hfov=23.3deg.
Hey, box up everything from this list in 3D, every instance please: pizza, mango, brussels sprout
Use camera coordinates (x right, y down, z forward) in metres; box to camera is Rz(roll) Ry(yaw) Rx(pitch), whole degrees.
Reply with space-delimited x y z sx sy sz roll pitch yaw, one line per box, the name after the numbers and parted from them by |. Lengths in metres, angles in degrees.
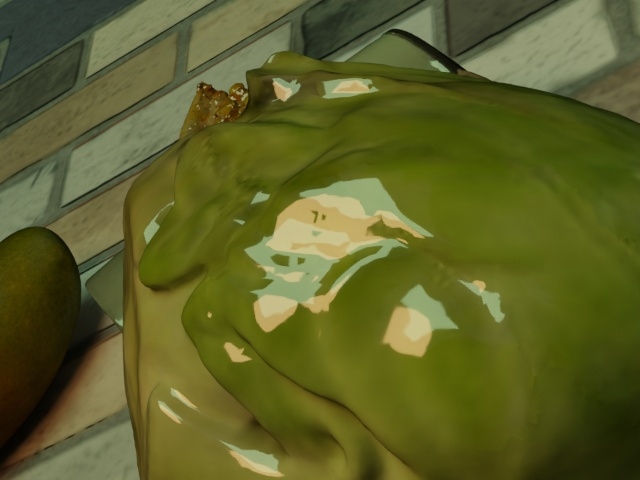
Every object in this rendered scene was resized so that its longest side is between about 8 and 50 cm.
-0.058 -0.087 1.217 0.131 0.041 0.178 -24 36 23 | pizza
-0.287 0.112 1.143 0.289 0.129 0.146 -40 22 -5 | mango
0.071 0.046 0.709 0.328 0.328 0.247 17 106 54 | brussels sprout

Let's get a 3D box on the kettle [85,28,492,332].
0.000 0.000 0.960 0.255 0.165 0.240 -45 4 -5 | kettle
